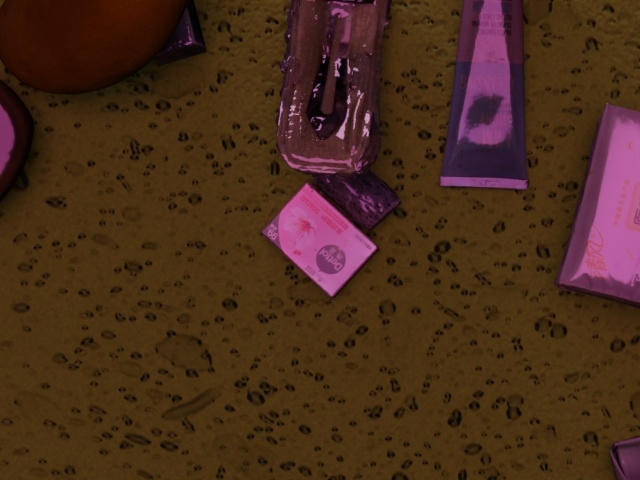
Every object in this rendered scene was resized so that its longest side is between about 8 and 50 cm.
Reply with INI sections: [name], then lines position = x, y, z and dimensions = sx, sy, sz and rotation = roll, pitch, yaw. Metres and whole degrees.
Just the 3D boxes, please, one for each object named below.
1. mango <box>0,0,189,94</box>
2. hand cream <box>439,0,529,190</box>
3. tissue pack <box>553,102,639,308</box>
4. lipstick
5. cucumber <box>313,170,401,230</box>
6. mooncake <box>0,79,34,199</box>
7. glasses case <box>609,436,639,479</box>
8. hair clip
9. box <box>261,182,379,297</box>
[mango]
position = -0.274, -0.281, 1.801
dimensions = 0.332, 0.142, 0.195
rotation = -39, 71, 38
[hand cream]
position = 0.207, -0.219, 1.851
dimensions = 0.111, 0.070, 0.312
rotation = 1, 90, 2
[tissue pack]
position = 0.400, -0.030, 1.794
dimensions = 0.185, 0.124, 0.225
rotation = 14, 87, 7
[lipstick]
position = -0.218, -0.371, 1.883
dimensions = 0.076, 0.077, 0.289
rotation = -17, 86, 10
[cucumber]
position = 0.042, -0.065, 1.854
dimensions = 0.112, 0.064, 0.064
rotation = 41, 90, 6
[mooncake]
position = -0.473, -0.128, 1.868
dimensions = 0.235, 0.117, 0.235
rotation = 0, 91, -6
[glasses case]
position = 0.450, 0.378, 1.786
dimensions = 0.128, 0.083, 0.308
rotation = -19, 86, 4
[hair clip]
position = 0.018, -0.215, 1.844
dimensions = 0.138, 0.091, 0.321
rotation = 5, 67, 5
[box]
position = 0.000, 0.000, 1.863
dimensions = 0.125, 0.043, 0.089
rotation = 41, 91, 6
